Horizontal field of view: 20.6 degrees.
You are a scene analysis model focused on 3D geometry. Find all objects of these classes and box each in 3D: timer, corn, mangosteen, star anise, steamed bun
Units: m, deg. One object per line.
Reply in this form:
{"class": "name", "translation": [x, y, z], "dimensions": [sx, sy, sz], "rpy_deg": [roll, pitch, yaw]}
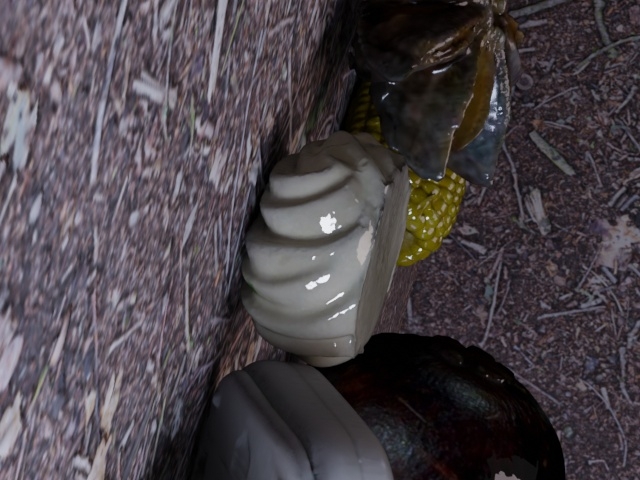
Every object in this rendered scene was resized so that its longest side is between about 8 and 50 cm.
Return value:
{"class": "timer", "translation": [-0.033, 0.217, 1.229], "dimensions": [0.262, 0.087, 0.237], "rpy_deg": [-137, -121, -65]}
{"class": "corn", "translation": [0.097, -0.138, 1.692], "dimensions": [0.131, 0.131, 0.344], "rpy_deg": [94, 10, -56]}
{"class": "mangosteen", "translation": [0.081, 0.240, 1.676], "dimensions": [0.330, 0.330, 0.330], "rpy_deg": [15, 90, -83]}
{"class": "star anise", "translation": [0.100, -0.198, 1.502], "dimensions": [0.332, 0.118, 0.331], "rpy_deg": [3, 90, -65]}
{"class": "steamed bun", "translation": [0.000, 0.000, 1.306], "dimensions": [0.183, 0.106, 0.182], "rpy_deg": [12, 90, -80]}
